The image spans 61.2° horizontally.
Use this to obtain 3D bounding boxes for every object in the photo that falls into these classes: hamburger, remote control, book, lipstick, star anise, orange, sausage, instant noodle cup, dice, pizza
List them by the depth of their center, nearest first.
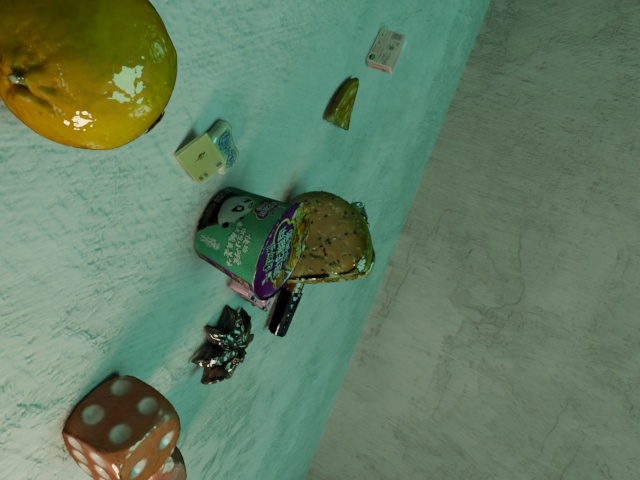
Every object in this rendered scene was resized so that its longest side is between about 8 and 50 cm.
[{"bbox_3d":[-0.287,-0.218,0.658,0.193,0.219,0.219,-91,-162,-71],"label":"orange"},{"bbox_3d":[-0.245,-0.169,1.113,0.077,0.014,0.111,-40,153,-7],"label":"book"},{"bbox_3d":[-0.419,0.414,1.154,0.179,0.173,0.175,-45,154,-48],"label":"dice"},{"bbox_3d":[-0.212,-0.201,1.178,0.074,0.032,0.122,-57,160,-25],"label":"remote control"},{"bbox_3d":[-0.166,-0.008,1.294,0.251,0.190,0.251,-54,158,-33],"label":"instant noodle cup"},{"bbox_3d":[-0.430,0.605,1.425,0.148,0.148,0.254,-51,159,-37],"label":"sausage"},{"bbox_3d":[-0.264,0.314,1.568,0.236,0.108,0.223,-67,166,-2],"label":"star anise"},{"bbox_3d":[0.000,0.000,1.613,0.195,0.317,0.277,42,41,-68],"label":"hamburger"},{"bbox_3d":[0.076,-0.414,1.692,0.185,0.036,0.176,-63,163,-13],"label":"pizza"},{"bbox_3d":[-0.083,0.132,1.870,0.077,0.077,0.419,-3,114,-69],"label":"lipstick"}]

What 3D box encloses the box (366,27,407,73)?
[{"bbox_3d":[0.213,-0.609,1.739,0.125,0.089,0.043,-63,162,-4],"label":"box"}]

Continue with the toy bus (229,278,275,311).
[{"bbox_3d":[-0.194,0.149,1.568,0.063,0.090,0.203,-61,160,-13],"label":"toy bus"}]
